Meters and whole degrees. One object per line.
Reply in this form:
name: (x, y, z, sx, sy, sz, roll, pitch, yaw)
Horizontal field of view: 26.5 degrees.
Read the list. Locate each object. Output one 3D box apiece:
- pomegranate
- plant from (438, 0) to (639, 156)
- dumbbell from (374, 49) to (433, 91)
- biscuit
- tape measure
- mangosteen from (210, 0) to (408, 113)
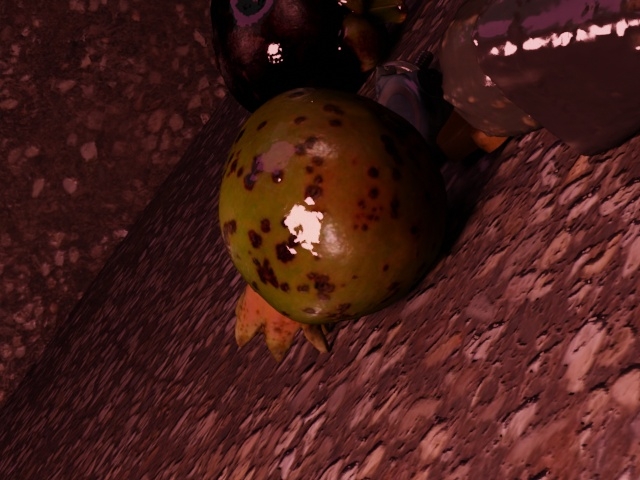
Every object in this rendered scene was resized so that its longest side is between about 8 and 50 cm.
pomegranate: (0.005, 0.004, 1.265, 0.231, 0.230, 0.286, -89, 9, -69)
plant: (0.202, -0.158, 1.036, 0.256, 0.164, 0.142, -10, 54, 46)
dumbbell: (0.076, -0.143, 1.582, 0.110, 0.110, 0.254, -37, 14, 49)
biscuit: (0.206, -0.164, 1.314, 0.249, 0.035, 0.184, -36, 22, 49)
tape measure: (0.140, -0.146, 1.496, 0.104, 0.107, 0.179, -1, 8, 41)
mangosteen: (-0.013, -0.314, 2.055, 0.302, 0.275, 0.275, -16, 22, 10)
